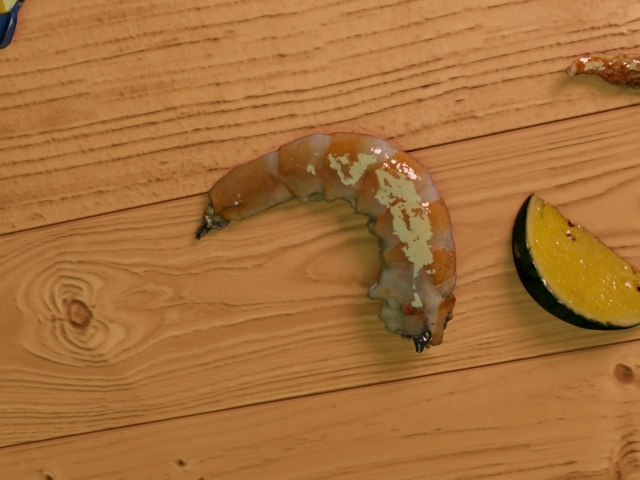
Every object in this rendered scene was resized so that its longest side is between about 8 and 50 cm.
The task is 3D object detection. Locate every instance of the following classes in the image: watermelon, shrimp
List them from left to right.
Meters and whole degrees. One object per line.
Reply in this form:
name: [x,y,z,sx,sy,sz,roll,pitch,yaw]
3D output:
shrimp: [0.025,-0.021,1.182,0.287,0.068,0.185,23,108,1]
watermelon: [0.260,0.043,1.171,0.181,0.075,0.092,38,105,-5]

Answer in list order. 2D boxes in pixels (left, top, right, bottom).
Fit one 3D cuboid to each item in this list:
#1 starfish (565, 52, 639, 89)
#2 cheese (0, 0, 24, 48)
starfish: [0.415,-0.203,1.018,0.301,0.084,0.293,23,134,1]
cheese: [-0.304,-0.319,1.120,0.177,0.069,0.270,26,113,-2]
